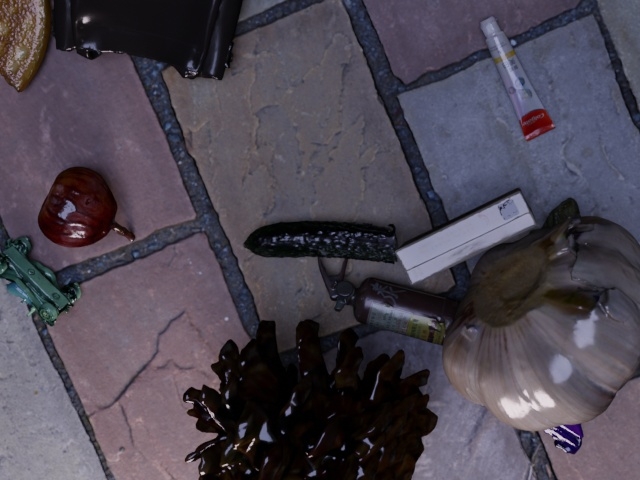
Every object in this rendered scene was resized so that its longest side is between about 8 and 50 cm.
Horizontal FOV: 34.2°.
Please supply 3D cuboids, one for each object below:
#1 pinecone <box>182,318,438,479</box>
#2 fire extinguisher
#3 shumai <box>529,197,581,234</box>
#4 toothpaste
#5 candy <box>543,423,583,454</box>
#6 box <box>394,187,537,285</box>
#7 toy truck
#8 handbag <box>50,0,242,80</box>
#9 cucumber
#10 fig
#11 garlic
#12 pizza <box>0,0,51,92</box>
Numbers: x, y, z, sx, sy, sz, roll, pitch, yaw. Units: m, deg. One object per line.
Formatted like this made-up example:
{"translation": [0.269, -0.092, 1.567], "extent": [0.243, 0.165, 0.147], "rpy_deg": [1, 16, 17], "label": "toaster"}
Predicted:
{"translation": [-0.028, 0.291, 1.499], "extent": [0.397, 0.398, 0.398], "rpy_deg": [1, 100, 8], "label": "pinecone"}
{"translation": [0.106, 0.089, 1.605], "extent": [0.252, 0.106, 0.075], "rpy_deg": [15, 139, 6], "label": "fire extinguisher"}
{"translation": [0.349, -0.018, 1.545], "extent": [0.080, 0.082, 0.083], "rpy_deg": [-13, 56, 18], "label": "shumai"}
{"translation": [0.286, -0.241, 1.536], "extent": [0.048, 0.031, 0.190], "rpy_deg": [-26, 98, 8], "label": "toothpaste"}
{"translation": [0.376, 0.176, 1.574], "extent": [0.145, 0.070, 0.275], "rpy_deg": [25, 102, 13], "label": "candy"}
{"translation": [0.215, -0.008, 1.527], "extent": [0.201, 0.141, 0.058], "rpy_deg": [-26, 90, 10], "label": "box"}
{"translation": [-0.469, 0.071, 1.674], "extent": [0.154, 0.080, 0.078], "rpy_deg": [42, 129, -1], "label": "toy truck"}
{"translation": [-0.255, -0.378, 1.545], "extent": [0.285, 0.113, 0.257], "rpy_deg": [10, 106, -1], "label": "handbag"}
{"translation": [0.001, -0.002, 1.592], "extent": [0.245, 0.067, 0.067], "rpy_deg": [4, 100, 15], "label": "cucumber"}
{"translation": [-0.374, -0.036, 1.617], "extent": [0.128, 0.128, 0.150], "rpy_deg": [-22, 106, 11], "label": "fig"}
{"translation": [0.312, 0.116, 1.421], "extent": [0.322, 0.322, 0.241], "rpy_deg": [-42, 93, 12], "label": "garlic"}
{"translation": [-0.504, -0.326, 1.626], "extent": [0.176, 0.036, 0.185], "rpy_deg": [4, 102, 9], "label": "pizza"}
